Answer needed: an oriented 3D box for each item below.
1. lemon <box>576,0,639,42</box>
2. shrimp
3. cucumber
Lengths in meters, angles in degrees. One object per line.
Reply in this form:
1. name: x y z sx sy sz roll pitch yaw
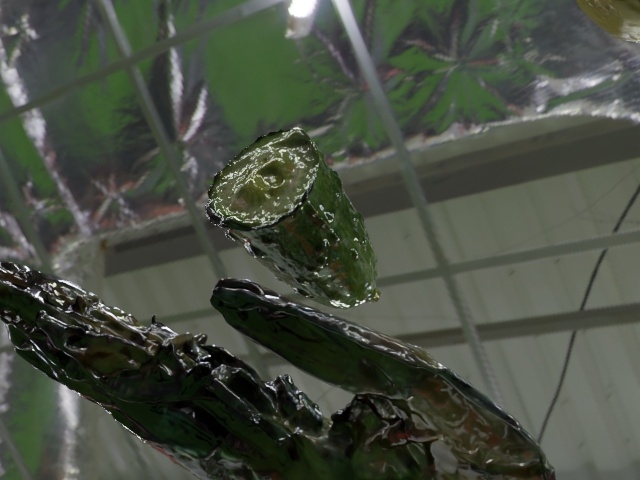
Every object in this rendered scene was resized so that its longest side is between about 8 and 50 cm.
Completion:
1. lemon: 0.247 -0.217 0.717 0.181 0.193 0.180 0 -68 -1
2. shrimp: -0.033 0.081 0.594 0.365 0.071 0.233 30 -36 -5
3. cucumber: -0.003 0.001 1.103 0.134 0.134 0.244 0 -33 38
